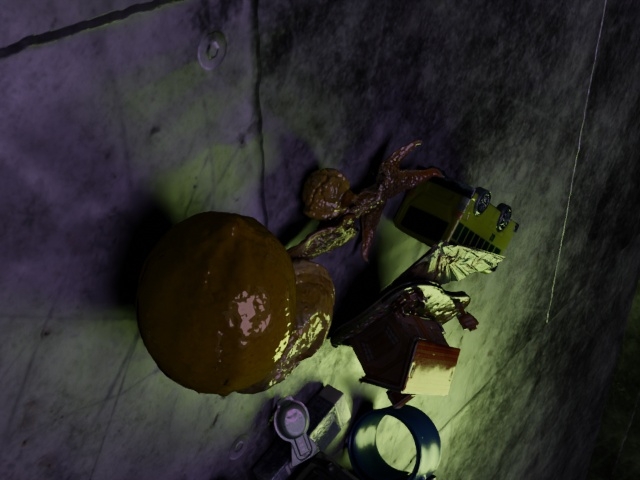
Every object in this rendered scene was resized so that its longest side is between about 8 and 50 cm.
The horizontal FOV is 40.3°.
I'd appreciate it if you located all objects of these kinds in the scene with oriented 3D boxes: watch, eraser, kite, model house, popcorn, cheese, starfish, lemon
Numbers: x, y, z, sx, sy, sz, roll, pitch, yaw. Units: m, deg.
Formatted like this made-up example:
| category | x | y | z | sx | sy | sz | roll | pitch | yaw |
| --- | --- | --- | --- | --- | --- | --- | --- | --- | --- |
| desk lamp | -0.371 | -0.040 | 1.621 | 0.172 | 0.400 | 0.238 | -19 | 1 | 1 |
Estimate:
| category | x | y | z | sx | sy | sz | roll | pitch | yaw |
| --- | --- | --- | --- | --- | --- | --- | --- | --- | --- |
| watch | 0.142 | 0.431 | 1.755 | 0.171 | 0.196 | 0.200 | 2 | 89 | -66 |
| eraser | -0.031 | 0.364 | 1.565 | 0.212 | 0.046 | 0.091 | -46 | 145 | -26 |
| kite | 0.202 | 0.071 | 1.568 | 0.323 | 0.013 | 0.267 | -19 | 151 | -13 |
| model house | 0.180 | 0.196 | 1.575 | 0.207 | 0.154 | 0.294 | -37 | 154 | 21 |
| popcorn | 0.019 | -0.064 | 1.303 | 0.084 | 0.084 | 0.084 | -34 | 138 | -38 |
| cheese | -0.043 | 0.324 | 1.497 | 0.067 | 0.026 | 0.120 | -25 | 103 | -26 |
| starfish | 0.097 | -0.061 | 1.450 | 0.247 | 0.050 | 0.138 | -47 | 143 | -6 |
| lemon | -0.126 | 0.079 | 1.083 | 0.204 | 0.204 | 0.260 | -24 | 133 | -45 |

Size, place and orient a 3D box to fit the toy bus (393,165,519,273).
| category | x | y | z | sx | sy | sz | roll | pitch | yaw |
| --- | --- | --- | --- | --- | --- | --- | --- | --- | --- |
| toy bus | 0.257 | -0.030 | 1.623 | 0.262 | 0.128 | 0.150 | 25 | 92 | -57 |

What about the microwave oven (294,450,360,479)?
| category | x | y | z | sx | sy | sz | roll | pitch | yaw |
| --- | --- | --- | --- | --- | --- | --- | --- | --- | --- |
| microwave oven | 0.079 | 0.628 | 1.542 | 0.247 | 0.394 | 0.333 | -47 | 157 | -25 |

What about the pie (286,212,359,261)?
| category | x | y | z | sx | sy | sz | roll | pitch | yaw |
| --- | --- | --- | --- | --- | --- | --- | --- | --- | --- |
| pie | 0.000 | 0.000 | 1.327 | 0.170 | 0.034 | 0.092 | -24 | 160 | -34 |

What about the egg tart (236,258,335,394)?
| category | x | y | z | sx | sy | sz | roll | pitch | yaw |
| --- | --- | --- | --- | --- | --- | --- | --- | --- | --- |
| egg tart | -0.057 | 0.142 | 1.306 | 0.252 | 0.098 | 0.231 | -30 | 144 | -31 |
